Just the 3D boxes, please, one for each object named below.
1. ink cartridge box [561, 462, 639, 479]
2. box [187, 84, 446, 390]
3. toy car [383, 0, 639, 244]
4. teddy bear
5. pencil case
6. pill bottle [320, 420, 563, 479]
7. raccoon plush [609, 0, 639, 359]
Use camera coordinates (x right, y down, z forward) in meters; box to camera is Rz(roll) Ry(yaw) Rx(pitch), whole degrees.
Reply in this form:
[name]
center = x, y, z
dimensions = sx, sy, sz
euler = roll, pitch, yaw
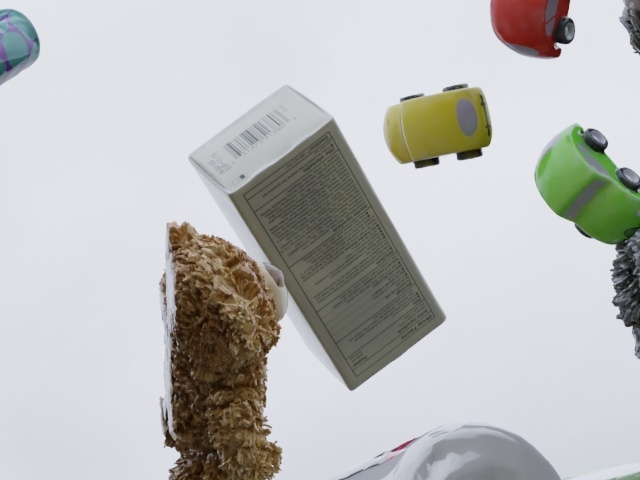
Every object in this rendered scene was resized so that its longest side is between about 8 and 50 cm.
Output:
[ink cartridge box]
center = 0.275, 0.246, 1.874
dimensions = 0.171, 0.056, 0.235
euler = -10, -9, -34
[box]
center = 0.000, 0.000, 2.163
dimensions = 0.148, 0.121, 0.311
euler = -36, -55, -10
[toy car]
center = 0.164, -0.089, 1.518
dimensions = 0.053, 0.225, 0.239
euler = -13, -32, -53
[teddy bear]
center = -0.094, 0.129, 1.872
dimensions = 0.113, 0.245, 0.338
euler = -3, -63, -11
[pencil case]
center = -0.337, -0.176, 1.903
dimensions = 0.070, 0.151, 0.064
euler = 38, -59, 6
[pill bottle]
center = 0.052, 0.265, 1.581
dimensions = 0.176, 0.176, 0.318
euler = 14, -25, -25
[raccoon plush]
center = 0.288, 0.014, 1.496
dimensions = 0.216, 0.299, 0.446
euler = -28, -80, 19
